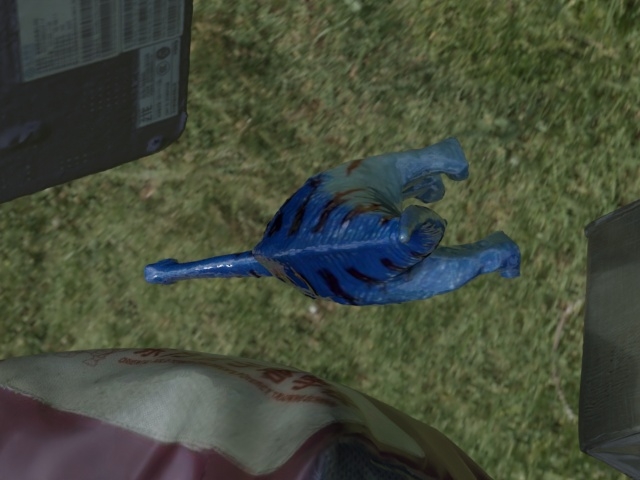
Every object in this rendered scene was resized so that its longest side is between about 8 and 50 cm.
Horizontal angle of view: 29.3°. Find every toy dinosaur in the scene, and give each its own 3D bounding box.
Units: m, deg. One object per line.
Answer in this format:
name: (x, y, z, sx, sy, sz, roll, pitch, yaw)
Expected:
toy dinosaur: (0.022, -0.005, 0.609, 0.329, 0.144, 0.076, -6, 95, 65)

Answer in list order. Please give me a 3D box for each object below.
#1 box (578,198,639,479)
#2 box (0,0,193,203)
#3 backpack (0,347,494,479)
box: (0.276, 0.075, 0.672, 0.231, 0.149, 0.155, 32, 139, -27)
box: (-0.192, -0.173, 0.870, 0.058, 0.211, 0.350, 53, 152, 29)
backpack: (-0.020, 0.169, 0.643, 0.283, 0.317, 0.197, 13, 81, 41)
